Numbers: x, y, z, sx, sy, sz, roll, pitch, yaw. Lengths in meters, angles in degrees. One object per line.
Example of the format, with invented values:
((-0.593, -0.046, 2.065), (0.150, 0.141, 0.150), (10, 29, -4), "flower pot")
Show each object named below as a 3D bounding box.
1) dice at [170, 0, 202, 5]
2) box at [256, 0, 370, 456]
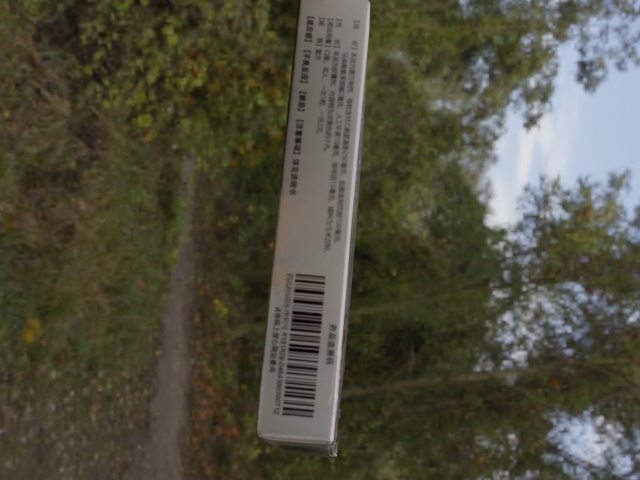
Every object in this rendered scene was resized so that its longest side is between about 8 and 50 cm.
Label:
((-0.008, -0.183, 0.285), (0.169, 0.169, 0.166), (-101, 165, -68), "dice")
((0.000, 0.000, 0.798), (0.214, 0.069, 0.353), (85, 11, -75), "box")
